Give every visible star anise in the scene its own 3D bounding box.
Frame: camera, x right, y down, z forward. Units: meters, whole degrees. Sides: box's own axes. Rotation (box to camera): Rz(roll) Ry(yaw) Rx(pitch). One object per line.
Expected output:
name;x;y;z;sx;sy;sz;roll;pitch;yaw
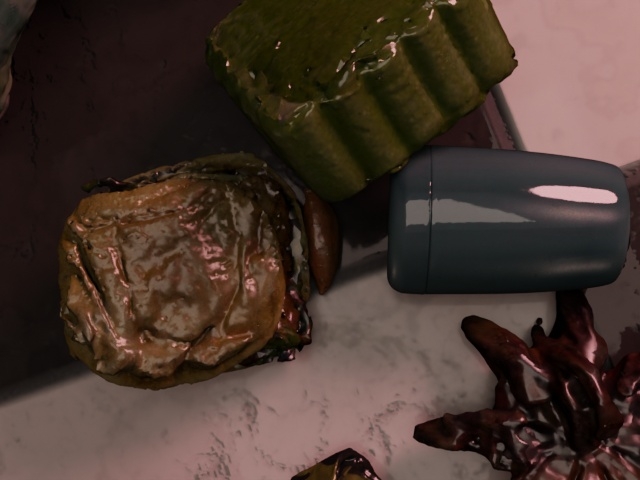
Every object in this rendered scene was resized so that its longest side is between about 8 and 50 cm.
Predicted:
star anise;0.209;0.144;0.577;0.272;0.102;0.272;-1;70;3

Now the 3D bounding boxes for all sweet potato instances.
sweet potato;0.000;0.000;0.673;0.034;0.034;0.095;-6;91;7

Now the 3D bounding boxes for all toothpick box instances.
toothpick box;0.146;-0.015;0.613;0.184;0.120;0.120;1;81;5

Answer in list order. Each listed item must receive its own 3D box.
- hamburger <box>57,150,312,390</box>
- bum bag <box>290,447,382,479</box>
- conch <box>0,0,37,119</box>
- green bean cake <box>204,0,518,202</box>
hamburger;-0.112;0.026;0.649;0.206;0.130;0.183;-10;87;-10
bum bag;0.070;0.260;0.606;0.232;0.060;0.107;32;77;9
conch;-0.342;-0.231;0.696;0.220;0.195;0.277;-14;105;33
green bean cake;0.023;-0.151;0.612;0.200;0.113;0.214;-39;42;-3
